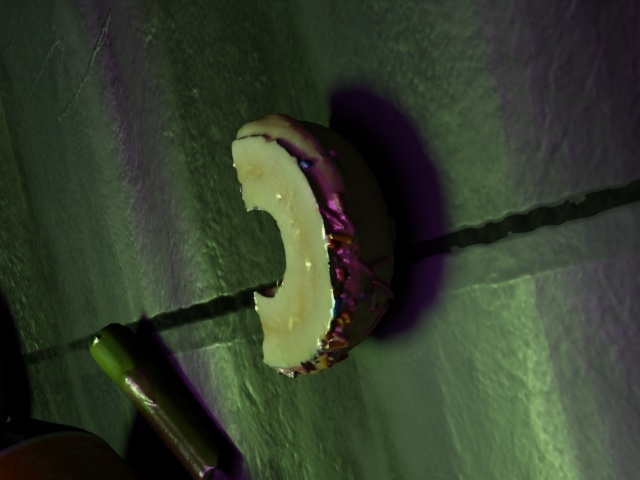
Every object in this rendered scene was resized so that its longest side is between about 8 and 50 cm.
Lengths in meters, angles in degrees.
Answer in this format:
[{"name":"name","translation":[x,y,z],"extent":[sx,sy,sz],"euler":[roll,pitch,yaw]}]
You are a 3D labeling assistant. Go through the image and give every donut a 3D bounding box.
[{"name":"donut","translation":[0.003,0.003,0.762],"extent":[0.108,0.065,0.166],"euler":[4,102,55]}]

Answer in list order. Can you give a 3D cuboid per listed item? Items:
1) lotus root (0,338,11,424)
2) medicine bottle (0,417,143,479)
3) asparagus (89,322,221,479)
[{"name":"lotus root","translation":[-0.391,0.135,1.326],"extent":[0.120,0.120,0.209],"euler":[-27,77,55]},{"name":"medicine bottle","translation":[-0.155,0.326,0.953],"extent":[0.395,0.242,0.242],"euler":[32,126,31]},{"name":"asparagus","translation":[-0.129,0.133,1.014],"extent":[0.178,0.041,0.045],"euler":[44,157,34]}]
